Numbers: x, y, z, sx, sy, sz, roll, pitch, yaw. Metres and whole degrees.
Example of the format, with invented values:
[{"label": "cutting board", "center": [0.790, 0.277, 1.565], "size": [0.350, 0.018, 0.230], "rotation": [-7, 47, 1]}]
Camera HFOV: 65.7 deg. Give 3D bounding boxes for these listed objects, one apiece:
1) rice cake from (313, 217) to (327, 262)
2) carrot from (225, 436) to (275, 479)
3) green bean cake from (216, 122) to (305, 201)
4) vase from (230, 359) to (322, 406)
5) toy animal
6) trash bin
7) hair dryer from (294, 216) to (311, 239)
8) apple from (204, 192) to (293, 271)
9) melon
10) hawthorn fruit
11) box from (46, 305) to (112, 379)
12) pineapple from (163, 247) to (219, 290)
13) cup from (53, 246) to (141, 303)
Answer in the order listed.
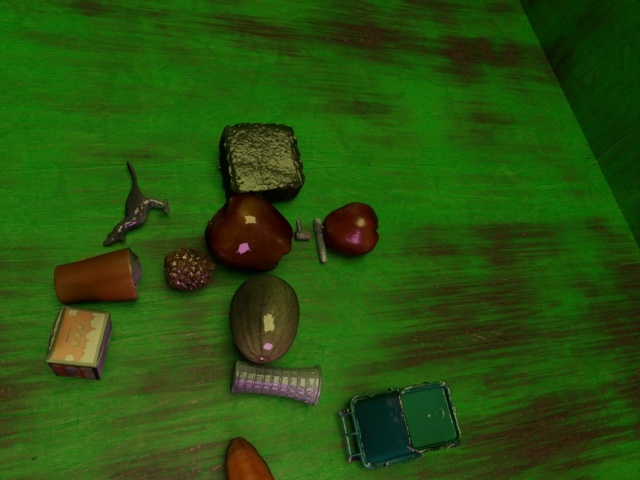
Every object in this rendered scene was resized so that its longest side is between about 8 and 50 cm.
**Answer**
[{"label": "rice cake", "center": [0.000, 0.000, 2.079], "size": [0.033, 0.033, 0.207], "rotation": [0, 64, -22]}, {"label": "carrot", "center": [-0.238, 0.734, 1.559], "size": [0.159, 0.159, 0.225], "rotation": [-18, 61, -27]}, {"label": "green bean cake", "center": [-0.255, -0.307, 2.052], "size": [0.336, 0.218, 0.318], "rotation": [-6, 74, -16]}, {"label": "vase", "center": [-0.155, 0.487, 1.716], "size": [0.299, 0.143, 0.143], "rotation": [9, 61, -12]}, {"label": "toy animal", "center": [-0.671, -0.139, 1.871], "size": [0.206, 0.081, 0.366], "rotation": [6, 62, -5]}, {"label": "trash bin", "center": [0.262, 0.608, 1.659], "size": [0.296, 0.381, 0.258], "rotation": [-3, 64, -21]}, {"label": "hair dryer", "center": [-0.080, -0.053, 2.079], "size": [0.063, 0.037, 0.114], "rotation": [3, 56, -21]}, {"label": "apple", "center": [-0.268, -0.027, 1.858], "size": [0.317, 0.288, 0.287], "rotation": [28, 57, -20]}, {"label": "melon", "center": [-0.196, 0.270, 1.737], "size": [0.249, 0.248, 0.329], "rotation": [11, 44, -15]}, {"label": "hawthorn fruit", "center": [0.112, -0.047, 2.052], "size": [0.261, 0.224, 0.223], "rotation": [0, 63, 2]}, {"label": "box", "center": [-0.746, 0.322, 1.545], "size": [0.148, 0.195, 0.177], "rotation": [12, 62, -15]}, {"label": "pineapple", "center": [-0.461, 0.102, 1.788], "size": [0.193, 0.166, 0.166], "rotation": [-9, 68, -25]}, {"label": "cup", "center": [-0.745, 0.115, 1.686], "size": [0.264, 0.182, 0.226], "rotation": [-9, 34, -17]}]
